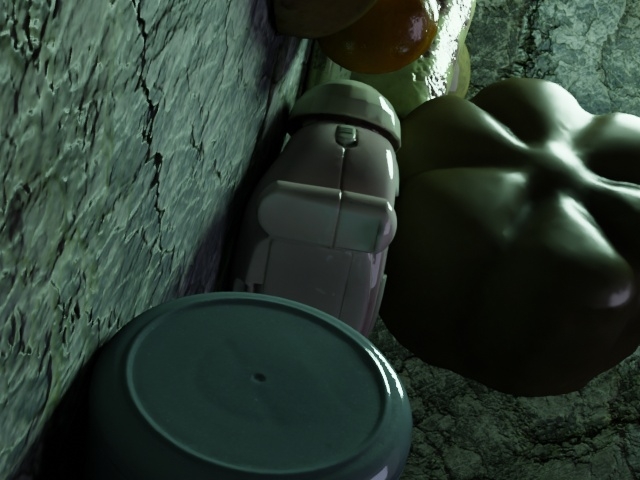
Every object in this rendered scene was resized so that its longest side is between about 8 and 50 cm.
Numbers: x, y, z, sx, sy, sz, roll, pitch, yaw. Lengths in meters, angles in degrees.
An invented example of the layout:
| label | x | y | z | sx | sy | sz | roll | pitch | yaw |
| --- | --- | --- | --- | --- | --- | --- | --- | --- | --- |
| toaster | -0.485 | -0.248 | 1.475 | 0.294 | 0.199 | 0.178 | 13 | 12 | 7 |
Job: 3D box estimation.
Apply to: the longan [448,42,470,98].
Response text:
| label | x | y | z | sx | sy | sz | roll | pitch | yaw |
| --- | --- | --- | --- | --- | --- | --- | --- | --- | --- |
| longan | 0.195 | -0.343 | 2.034 | 0.246 | 0.215 | 0.246 | -174 | -90 | -68 |

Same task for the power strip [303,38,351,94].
| label | x | y | z | sx | sy | sz | roll | pitch | yaw |
| --- | --- | --- | --- | --- | --- | --- | --- | --- | --- |
| power strip | 0.018 | -0.250 | 1.336 | 0.092 | 0.034 | 0.268 | -36 | 143 | -60 |

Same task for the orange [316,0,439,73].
| label | x | y | z | sx | sy | sz | roll | pitch | yaw |
| --- | --- | --- | --- | --- | --- | --- | --- | --- | --- |
| orange | 0.065 | -0.264 | 1.207 | 0.156 | 0.156 | 0.124 | -65 | 168 | -58 |

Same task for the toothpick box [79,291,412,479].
| label | x | y | z | sx | sy | sz | roll | pitch | yaw |
| --- | --- | --- | --- | --- | --- | --- | --- | --- | --- |
| toothpick box | -0.089 | 0.245 | 0.804 | 0.263 | 0.263 | 0.355 | -65 | 170 | -58 |

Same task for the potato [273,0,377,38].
| label | x | y | z | sx | sy | sz | roll | pitch | yaw |
| --- | --- | --- | --- | --- | --- | --- | --- | --- | --- |
| potato | 0.028 | -0.316 | 1.010 | 0.299 | 0.116 | 0.239 | 86 | 24 | -68 |

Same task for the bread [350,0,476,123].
| label | x | y | z | sx | sy | sz | roll | pitch | yaw |
| --- | --- | --- | --- | --- | --- | --- | --- | --- | --- |
| bread | 0.131 | -0.298 | 1.632 | 0.155 | 0.187 | 0.338 | 93 | 15 | -53 |

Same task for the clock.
| label | x | y | z | sx | sy | sz | roll | pitch | yaw |
| --- | --- | --- | --- | --- | --- | --- | --- | --- | --- |
| clock | 0.000 | 0.000 | 1.231 | 0.326 | 0.184 | 0.342 | -73 | -179 | -59 |

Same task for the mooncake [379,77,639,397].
| label | x | y | z | sx | sy | sz | roll | pitch | yaw |
| --- | --- | --- | --- | --- | --- | --- | --- | --- | --- |
| mooncake | 0.287 | -0.021 | 1.406 | 0.262 | 0.467 | 0.467 | 104 | 5 | -47 |
